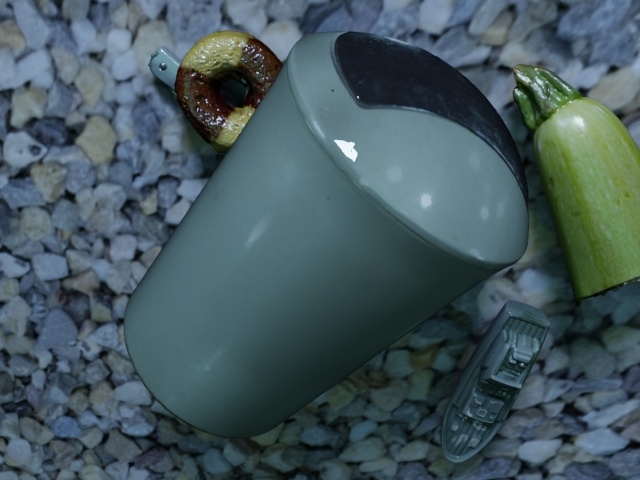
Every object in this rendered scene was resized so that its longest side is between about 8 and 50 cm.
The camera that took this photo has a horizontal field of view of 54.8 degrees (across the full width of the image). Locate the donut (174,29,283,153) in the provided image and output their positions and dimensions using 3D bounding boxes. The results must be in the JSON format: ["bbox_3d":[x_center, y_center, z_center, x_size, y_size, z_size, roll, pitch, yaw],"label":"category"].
[{"bbox_3d":[-0.098,-0.164,0.692,0.140,0.059,0.140,-1,104,-4],"label":"donut"}]

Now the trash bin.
[{"bbox_3d":[0.000,0.000,0.643,0.280,0.280,0.432,39,122,-8],"label":"trash bin"}]

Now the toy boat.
[{"bbox_3d":[0.217,0.198,0.804,0.078,0.085,0.261,19,118,2],"label":"toy boat"}]

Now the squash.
[{"bbox_3d":[0.292,-0.061,0.639,0.137,0.137,0.287,-20,108,20],"label":"squash"}]

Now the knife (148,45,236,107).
[{"bbox_3d":[-0.137,-0.162,0.735,0.162,0.023,0.044,41,114,-10],"label":"knife"}]
